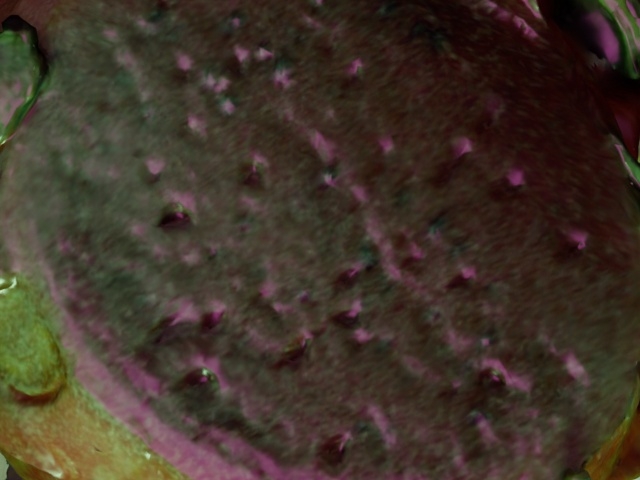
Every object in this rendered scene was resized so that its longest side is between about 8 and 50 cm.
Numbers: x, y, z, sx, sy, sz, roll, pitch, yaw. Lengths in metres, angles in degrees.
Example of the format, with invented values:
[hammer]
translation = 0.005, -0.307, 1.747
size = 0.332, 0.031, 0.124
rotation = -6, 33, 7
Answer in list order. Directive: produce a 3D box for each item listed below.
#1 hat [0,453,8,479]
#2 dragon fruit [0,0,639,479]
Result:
[hat]
translation = -0.239, 0.080, 0.619
size = 0.275, 0.161, 0.232
rotation = 15, 85, -16
[dragon fruit]
translation = 0.000, 0.000, 0.611
size = 0.295, 0.130, 0.268
rotation = 29, 69, -3
